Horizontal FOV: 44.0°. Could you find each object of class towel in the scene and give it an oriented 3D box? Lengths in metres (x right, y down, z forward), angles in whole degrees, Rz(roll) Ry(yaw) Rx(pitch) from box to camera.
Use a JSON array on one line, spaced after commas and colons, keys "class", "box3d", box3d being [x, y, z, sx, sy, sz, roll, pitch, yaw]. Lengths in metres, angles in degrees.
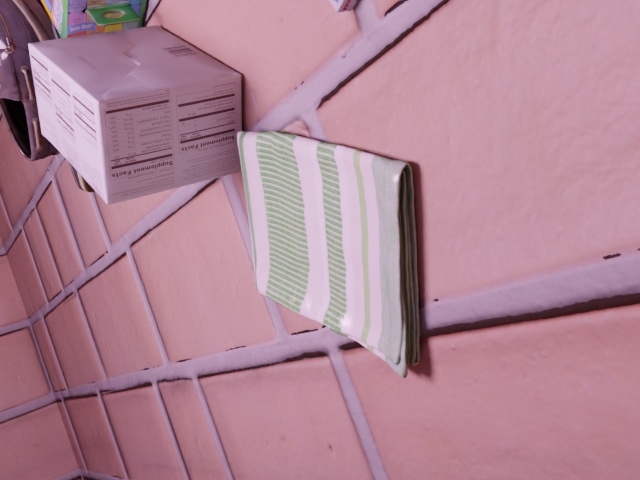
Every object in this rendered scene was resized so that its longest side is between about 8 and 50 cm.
[{"class": "towel", "box3d": [0.000, 0.000, 0.953, 0.324, 0.038, 0.248, 24, 125, 52]}]

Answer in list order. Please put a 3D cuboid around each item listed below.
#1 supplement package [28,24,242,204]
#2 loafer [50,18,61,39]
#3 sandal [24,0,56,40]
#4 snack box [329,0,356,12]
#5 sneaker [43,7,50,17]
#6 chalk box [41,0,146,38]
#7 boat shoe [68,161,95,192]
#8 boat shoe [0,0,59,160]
[{"class": "supplement package", "box3d": [-0.259, -0.187, 1.109, 0.262, 0.204, 0.145, 38, 135, 43]}, {"class": "loafer", "box3d": [-0.368, -0.312, 1.357, 0.084, 0.096, 0.268, -32, 85, 39]}, {"class": "sandal", "box3d": [-0.498, -0.387, 1.452, 0.416, 0.102, 0.169, 52, 146, -9]}, {"class": "snack box", "box3d": [-0.007, -0.320, 0.804, 0.178, 0.022, 0.064, 61, 147, 18]}, {"class": "sneaker", "box3d": [-0.540, -0.324, 1.593, 0.121, 0.108, 0.302, 31, 130, 54]}, {"class": "chalk box", "box3d": [-0.349, -0.394, 1.218, 0.213, 0.132, 0.132, 59, 147, 23]}, {"class": "boat shoe", "box3d": [-0.483, -0.207, 1.570, 0.073, 0.080, 0.224, 3, 108, 27]}, {"class": "boat shoe", "box3d": [-0.536, -0.292, 1.378, 0.132, 0.130, 0.356, 11, 135, 38]}]
